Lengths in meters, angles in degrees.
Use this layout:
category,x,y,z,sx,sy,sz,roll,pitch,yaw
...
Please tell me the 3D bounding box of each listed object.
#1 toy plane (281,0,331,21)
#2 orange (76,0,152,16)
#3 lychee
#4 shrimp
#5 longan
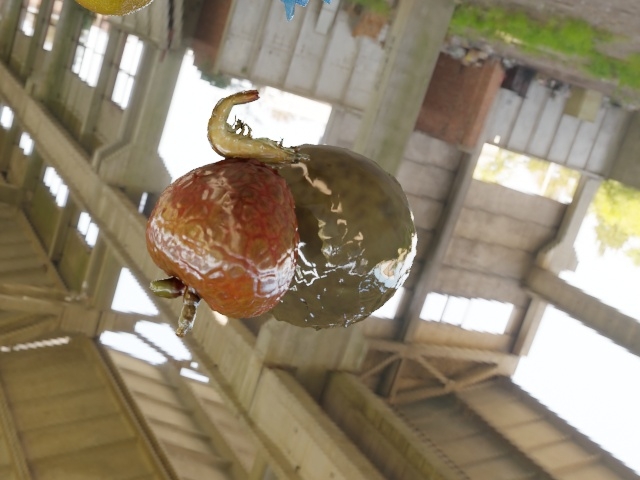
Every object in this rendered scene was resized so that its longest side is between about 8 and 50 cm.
category,x,y,z,sx,sy,sz,roll,pitch,yaw
toy plane,-0.010,-0.529,1.508,0.105,0.271,0.254,9,-145,-32
orange,-0.394,-0.538,1.603,0.236,0.236,0.236,17,-168,-4
lychee,-0.156,0.012,1.370,0.255,0.300,0.255,33,-174,-4
shrimp,-0.099,-0.186,1.423,0.178,0.124,0.034,6,174,-12
longan,0.000,0.000,1.713,0.391,0.391,0.391,17,-168,-4
